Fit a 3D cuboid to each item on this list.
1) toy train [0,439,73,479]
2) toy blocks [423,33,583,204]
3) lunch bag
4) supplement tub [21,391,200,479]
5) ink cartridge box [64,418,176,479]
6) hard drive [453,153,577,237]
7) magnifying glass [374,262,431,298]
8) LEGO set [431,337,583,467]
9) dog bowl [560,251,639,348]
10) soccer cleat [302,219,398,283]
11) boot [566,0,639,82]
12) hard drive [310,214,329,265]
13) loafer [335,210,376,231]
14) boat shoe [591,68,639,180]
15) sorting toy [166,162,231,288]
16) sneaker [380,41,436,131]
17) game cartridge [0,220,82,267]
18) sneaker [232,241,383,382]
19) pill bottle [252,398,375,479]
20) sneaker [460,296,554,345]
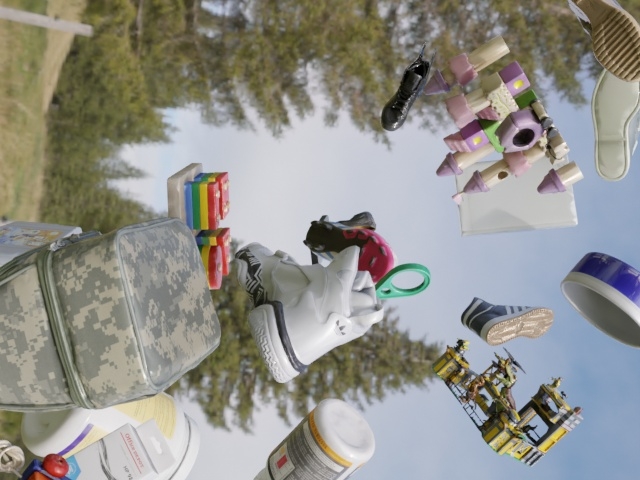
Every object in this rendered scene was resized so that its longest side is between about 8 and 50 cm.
[{"bbox_3d":[-0.417,0.380,1.098,0.105,0.248,0.143,-51,-162,0],"label":"toy train"},{"bbox_3d":[0.344,-0.200,1.565,0.260,0.288,0.309,-30,-136,17],"label":"toy blocks"},{"bbox_3d":[-0.302,0.098,0.980,0.305,0.256,0.212,-39,113,-79],"label":"lunch bag"},{"bbox_3d":[-0.453,0.413,1.675,0.241,0.331,0.241,-27,-140,26],"label":"supplement tub"},{"bbox_3d":[-0.362,0.399,1.354,0.104,0.180,0.060,56,-13,20],"label":"ink cartridge box"},{"bbox_3d":[0.528,-0.123,2.072,0.040,0.307,0.203,62,23,-78],"label":"hard drive"},{"bbox_3d":[0.134,0.111,1.664,0.231,0.092,0.026,-23,-137,24],"label":"magnifying glass"},{"bbox_3d":[0.427,0.332,1.701,0.192,0.255,0.331,-47,-148,10],"label":"LEGO set"},{"bbox_3d":[0.756,0.153,1.946,0.104,0.265,0.265,-48,-164,-9],"label":"dog bowl"},{"bbox_3d":[0.098,0.027,1.837,0.331,0.143,0.116,26,-86,51],"label":"soccer cleat"},{"bbox_3d":[0.574,-0.402,1.467,0.090,0.207,0.248,-38,-109,31],"label":"boot"},{"bbox_3d":[0.000,0.000,2.047,0.135,0.022,0.094,-59,146,-60],"label":"hard drive"},{"bbox_3d":[0.077,-0.024,2.149,0.062,0.170,0.061,63,-1,-43],"label":"loafer"},{"bbox_3d":[0.740,-0.311,1.884,0.099,0.116,0.319,-39,131,-49],"label":"boat shoe"},{"bbox_3d":[-0.239,-0.018,1.556,0.257,0.089,0.255,-86,176,-77],"label":"sorting toy"},{"bbox_3d":[0.170,-0.297,1.472,0.170,0.051,0.089,-55,168,-24],"label":"sneaker"},{"bbox_3d":[-0.746,0.013,1.904,0.297,0.198,0.062,-81,180,-73],"label":"game cartridge"},{"bbox_3d":[-0.022,0.083,1.291,0.366,0.210,0.137,-116,-178,-62],"label":"sneaker"},{"bbox_3d":[-0.022,0.490,1.671,0.278,0.162,0.162,-48,-148,23],"label":"pill bottle"},{"bbox_3d":[0.539,0.222,2.211,0.153,0.282,0.099,31,-59,52],"label":"sneaker"}]
